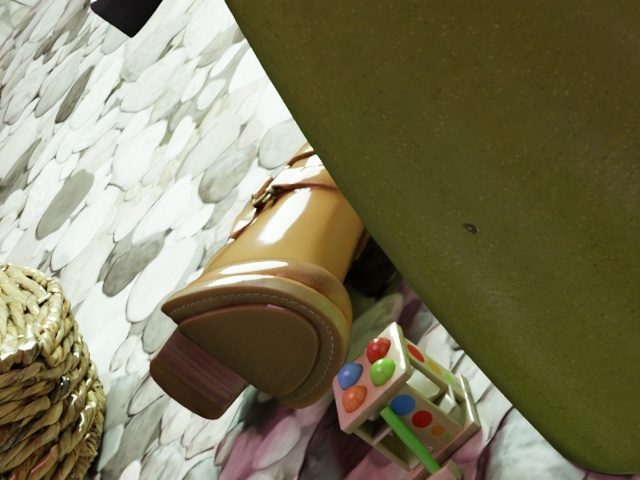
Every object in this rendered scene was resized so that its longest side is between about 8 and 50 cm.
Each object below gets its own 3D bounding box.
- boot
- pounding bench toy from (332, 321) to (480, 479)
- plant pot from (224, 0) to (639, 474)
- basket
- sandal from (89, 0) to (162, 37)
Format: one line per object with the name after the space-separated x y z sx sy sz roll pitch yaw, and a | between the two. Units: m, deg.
0.000 0.000 1.177 0.220 0.109 0.283 -54 1 -20 | boot
0.046 0.096 1.016 0.052 0.065 0.083 -44 24 17 | pounding bench toy
0.100 -0.081 0.879 0.275 0.293 0.274 -42 24 24 | plant pot
-0.274 0.161 1.497 0.213 0.223 0.299 -22 17 -15 | basket
-0.013 -0.189 0.818 0.254 0.054 0.097 -50 13 29 | sandal
